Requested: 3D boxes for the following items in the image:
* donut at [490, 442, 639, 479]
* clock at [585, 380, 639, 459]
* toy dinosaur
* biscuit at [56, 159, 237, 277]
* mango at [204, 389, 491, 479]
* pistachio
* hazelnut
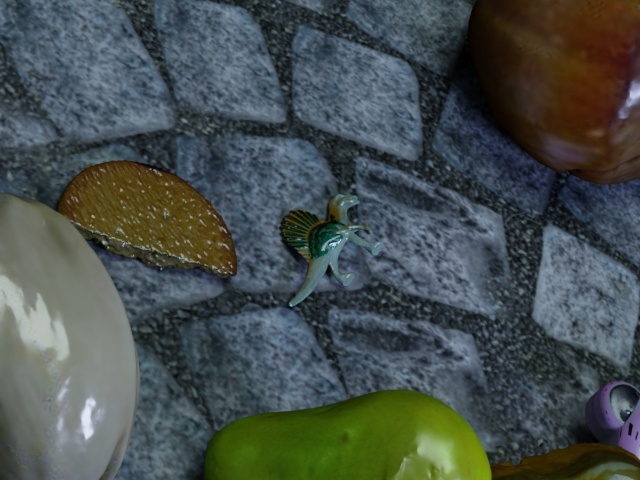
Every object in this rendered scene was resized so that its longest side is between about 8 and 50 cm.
[{"bbox_3d":[0.243,0.339,1.879,0.330,0.160,0.330,5,50,-6],"label":"donut"},{"bbox_3d":[0.403,0.270,2.105,0.227,0.090,0.248,-2,65,-24],"label":"clock"},{"bbox_3d":[-0.001,0.003,2.119,0.187,0.044,0.106,-31,62,-32],"label":"toy dinosaur"},{"bbox_3d":[-0.181,-0.027,2.025,0.206,0.025,0.126,19,47,-22],"label":"biscuit"},{"bbox_3d":[0.028,0.240,1.818,0.273,0.149,0.185,-12,66,11],"label":"mango"},{"bbox_3d":[-0.277,0.107,1.733,0.226,0.208,0.332,-25,84,1],"label":"pistachio"},{"bbox_3d":[0.366,-0.235,2.385,0.372,0.315,0.372,22,17,-7],"label":"hazelnut"}]
